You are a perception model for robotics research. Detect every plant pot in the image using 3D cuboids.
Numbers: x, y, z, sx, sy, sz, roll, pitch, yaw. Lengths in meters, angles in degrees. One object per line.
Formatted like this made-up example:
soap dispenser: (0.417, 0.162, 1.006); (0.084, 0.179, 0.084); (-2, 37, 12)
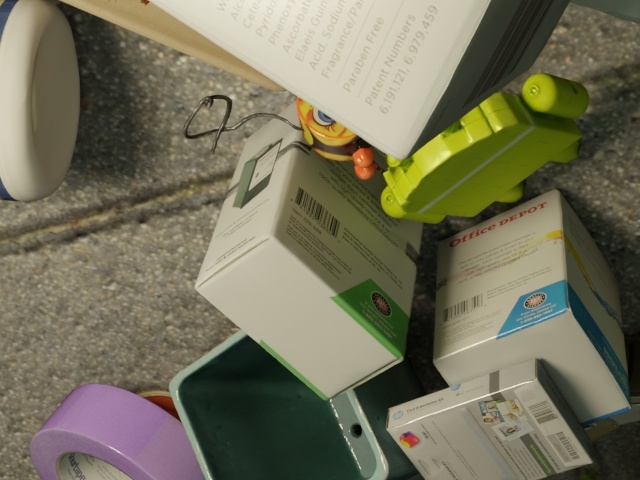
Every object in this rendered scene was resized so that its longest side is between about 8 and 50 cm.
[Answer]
plant pot: (0.013, 0.225, 1.700); (0.247, 0.248, 0.252); (-36, 157, 28)

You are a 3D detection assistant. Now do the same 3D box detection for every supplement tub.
supplement tub: (-0.447, -0.163, 1.515); (0.316, 0.228, 0.228); (4, 126, 5)

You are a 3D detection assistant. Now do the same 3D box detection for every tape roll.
tape roll: (-0.259, 0.323, 1.858); (0.275, 0.090, 0.275); (22, 140, 20)

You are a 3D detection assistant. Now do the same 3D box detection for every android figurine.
android figurine: (0.174, -0.093, 1.483); (0.248, 0.056, 0.273); (-38, 156, 30)

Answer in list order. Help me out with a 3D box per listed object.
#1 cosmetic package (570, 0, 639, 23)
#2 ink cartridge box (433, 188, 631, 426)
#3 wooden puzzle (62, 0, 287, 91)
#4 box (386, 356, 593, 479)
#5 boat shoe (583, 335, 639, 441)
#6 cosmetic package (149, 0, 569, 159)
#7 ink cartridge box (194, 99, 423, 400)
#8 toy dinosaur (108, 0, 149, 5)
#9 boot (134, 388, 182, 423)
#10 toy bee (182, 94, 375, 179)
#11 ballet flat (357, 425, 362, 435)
cosmetic package: (0.358, -0.430, 1.247); (0.230, 0.161, 0.453); (14, 126, -2)
ink cartridge box: (0.246, 0.092, 1.595); (0.171, 0.233, 0.168); (-24, 120, 23)
wooden puzzle: (-0.105, -0.366, 1.419); (0.322, 0.080, 0.348); (22, 121, -8)
box: (0.190, 0.219, 1.527); (0.186, 0.038, 0.145); (-24, 120, 23)
boat shoe: (0.342, 0.198, 1.740); (0.302, 0.113, 0.103); (-4, 127, 24)
cosmetic package: (0.034, -0.334, 1.118); (0.393, 0.329, 0.327); (33, 121, 11)
ink cartridge box: (0.000, 0.000, 1.532); (0.121, 0.289, 0.211); (-34, 114, 31)
toy dinosaur: (-0.206, -0.282, 1.412); (0.082, 0.047, 0.090); (18, 113, -26)
boot: (-0.200, 0.256, 1.871); (0.158, 0.084, 0.059); (13, 128, 1)
toy bee: (0.034, -0.146, 1.435); (0.298, 0.195, 0.162); (-44, 69, 11)
ballet flat: (0.034, 0.310, 1.889); (0.049, 0.057, 0.173); (23, 119, -26)
